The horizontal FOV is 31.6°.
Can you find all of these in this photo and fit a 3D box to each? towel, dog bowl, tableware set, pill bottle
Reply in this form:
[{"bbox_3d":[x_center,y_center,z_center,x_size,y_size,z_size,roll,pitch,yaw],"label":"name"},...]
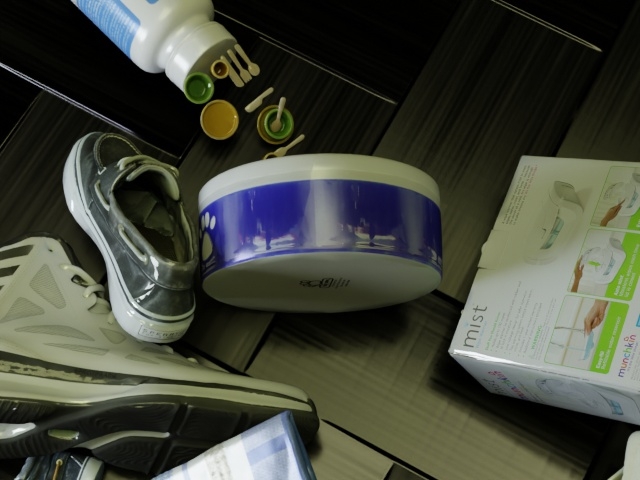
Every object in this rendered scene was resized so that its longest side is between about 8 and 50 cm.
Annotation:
[{"bbox_3d":[-0.108,0.325,1.153,0.285,0.034,0.209,-32,65,21],"label":"towel"},{"bbox_3d":[0.000,0.000,1.228,0.265,0.265,0.104,-1,72,-3],"label":"dog bowl"},{"bbox_3d":[-0.092,-0.153,1.369,0.104,0.024,0.154,-40,107,-15],"label":"tableware set"},{"bbox_3d":[-0.211,-0.285,1.395,0.124,0.124,0.221,-41,77,-15],"label":"pill bottle"}]

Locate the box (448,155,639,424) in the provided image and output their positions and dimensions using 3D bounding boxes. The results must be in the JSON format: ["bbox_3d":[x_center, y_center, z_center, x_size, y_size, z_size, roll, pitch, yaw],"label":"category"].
[{"bbox_3d":[0.299,0.049,1.243,0.231,0.127,0.261,6,65,38],"label":"box"}]

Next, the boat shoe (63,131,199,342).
[{"bbox_3d":[-0.193,-0.036,1.251,0.121,0.119,0.335,6,35,-34],"label":"boat shoe"}]

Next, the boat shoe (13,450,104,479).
[{"bbox_3d":[-0.300,0.313,1.213,0.083,0.065,0.183,15,63,3],"label":"boat shoe"}]

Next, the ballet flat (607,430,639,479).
[{"bbox_3d":[0.296,0.378,1.175,0.139,0.139,0.400,27,88,7],"label":"ballet flat"}]

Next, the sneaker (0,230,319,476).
[{"bbox_3d":[-0.220,0.105,1.234,0.448,0.169,0.257,8,51,-16],"label":"sneaker"}]
